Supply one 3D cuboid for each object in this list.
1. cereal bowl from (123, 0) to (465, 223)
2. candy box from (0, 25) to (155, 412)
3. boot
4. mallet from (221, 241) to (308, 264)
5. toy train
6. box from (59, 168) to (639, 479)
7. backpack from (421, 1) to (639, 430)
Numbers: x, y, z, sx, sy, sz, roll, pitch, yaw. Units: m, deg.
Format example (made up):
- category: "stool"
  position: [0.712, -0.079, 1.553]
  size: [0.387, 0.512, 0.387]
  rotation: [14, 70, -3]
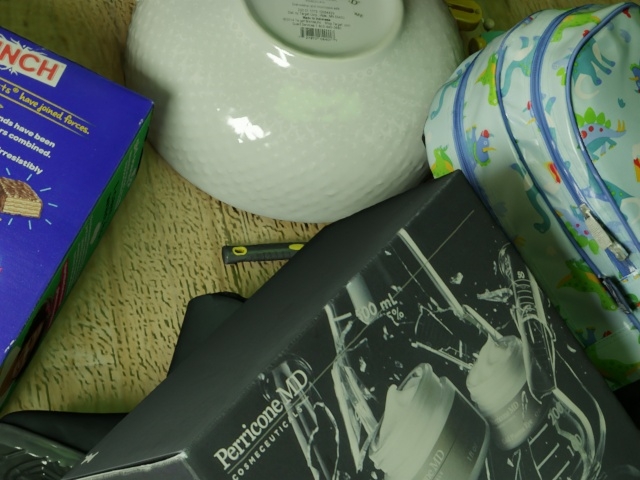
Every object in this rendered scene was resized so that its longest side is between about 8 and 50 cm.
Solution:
- category: "cereal bowl"
  position: [-0.013, -0.192, 1.314]
  size: [0.338, 0.141, 0.339]
  rotation: [7, 58, -11]
- category: "candy box"
  position: [-0.319, -0.036, 1.114]
  size: [0.268, 0.122, 0.317]
  rotation: [26, 52, -2]
- category: "boot"
  position: [-0.127, 0.130, 1.091]
  size: [0.246, 0.094, 0.207]
  rotation: [24, 54, -14]
- category: "mallet"
  position: [0.000, 0.000, 1.278]
  size: [0.189, 0.039, 0.062]
  rotation: [3, 57, -16]
- category: "toy train"
  position: [0.142, -0.207, 1.477]
  size: [0.166, 0.046, 0.125]
  rotation: [34, 56, 5]
- category: "box"
  position: [0.047, 0.180, 1.010]
  size: [0.312, 0.179, 0.343]
  rotation: [53, 51, -10]
- category: "backpack"
  position: [0.258, -0.040, 1.245]
  size: [0.290, 0.273, 0.355]
  rotation: [-36, 80, -35]
